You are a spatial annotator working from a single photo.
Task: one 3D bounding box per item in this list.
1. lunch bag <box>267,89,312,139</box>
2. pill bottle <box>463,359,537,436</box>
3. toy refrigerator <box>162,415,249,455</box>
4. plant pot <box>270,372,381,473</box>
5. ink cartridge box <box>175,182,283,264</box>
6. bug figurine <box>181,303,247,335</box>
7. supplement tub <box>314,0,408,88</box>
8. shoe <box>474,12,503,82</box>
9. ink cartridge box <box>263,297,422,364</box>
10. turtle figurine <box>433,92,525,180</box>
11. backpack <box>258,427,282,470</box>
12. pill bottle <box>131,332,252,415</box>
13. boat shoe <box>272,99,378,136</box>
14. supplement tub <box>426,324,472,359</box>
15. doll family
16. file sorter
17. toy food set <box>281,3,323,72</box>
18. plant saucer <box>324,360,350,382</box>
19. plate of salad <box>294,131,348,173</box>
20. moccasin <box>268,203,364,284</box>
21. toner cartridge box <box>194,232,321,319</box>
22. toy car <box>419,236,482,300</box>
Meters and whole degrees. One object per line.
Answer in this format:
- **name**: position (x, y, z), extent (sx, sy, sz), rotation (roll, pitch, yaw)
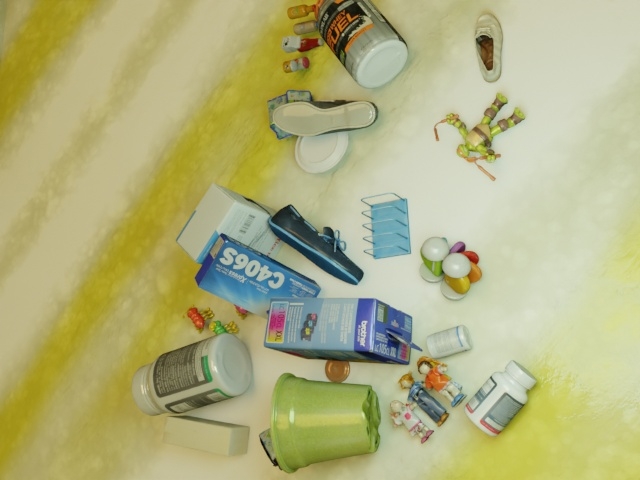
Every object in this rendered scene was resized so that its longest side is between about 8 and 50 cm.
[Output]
- **lunch bag**: position (-0.095, -0.426, 2.199), extent (0.151, 0.096, 0.129), rotation (-17, 55, 14)
- **pill bottle**: position (0.461, 0.398, 1.678), extent (0.108, 0.108, 0.180), rotation (44, 102, 30)
- **toy refrigerator**: position (-0.368, 0.626, 2.115), extent (0.269, 0.102, 0.094), rotation (0, 78, 30)
- **plant pot**: position (0.028, 0.500, 1.839), extent (0.254, 0.276, 0.276), rotation (-7, 75, 18)
- **ink cartridge box**: position (-0.265, -0.023, 2.085), extent (0.129, 0.307, 0.223), rotation (39, 99, 34)
- **bug figurine**: position (-0.334, 0.218, 2.208), extent (0.216, 0.072, 0.279), rotation (42, 100, 31)
- **supplement tub**: position (0.118, -0.646, 2.073), extent (0.193, 0.193, 0.316), rotation (-41, 61, 16)
- **shoe**: position (0.488, -0.568, 1.916), extent (0.076, 0.058, 0.219), rotation (-11, 73, 28)
- **ink cartridge box**: position (0.082, 0.253, 1.833), extent (0.395, 0.270, 0.151), rotation (-4, 72, 29)
- **turtle figurine**: position (0.463, -0.292, 1.850), extent (0.217, 0.087, 0.269), rotation (-42, 52, 7)
- **backpack**: position (-0.124, 0.612, 1.977), extent (0.084, 0.105, 0.114), rotation (-35, 60, -6)
- **pill bottle**: position (-0.418, 0.440, 2.128), extent (0.361, 0.204, 0.204), rotation (-21, 69, 24)
- **boat shoe**: position (0.020, -0.389, 2.089), extent (0.335, 0.095, 0.112), rotation (0, 101, 15)
- **supplement tub**: position (0.350, 0.276, 1.793), extent (0.107, 0.071, 0.071), rotation (-21, 69, 24)
- **doll family**: position (0.289, 0.410, 1.785), extent (0.163, 0.118, 0.263), rotation (44, 126, 23)
- **file sorter**: position (0.187, -0.043, 1.944), extent (0.118, 0.104, 0.170), rotation (-10, 74, 29)
- **toy food set**: position (-0.055, -0.671, 2.227), extent (0.104, 0.111, 0.232), rotation (-2, 75, 30)
- **plant saucer**: position (0.049, 0.384, 1.978), extent (0.083, 0.013, 0.083), rotation (-7, 75, 28)
- **plate of salad**: position (0.006, -0.307, 2.143), extent (0.200, 0.048, 0.200), rotation (-10, 68, 28)
- **moccasin**: position (0.000, 0.000, 2.002), extent (0.342, 0.138, 0.117), rotation (36, 72, 11)
- **toner cartridge box**: position (-0.185, 0.130, 1.989), extent (0.165, 0.348, 0.075), rotation (-58, 25, 7)
- **toy car**: position (0.361, 0.060, 1.810), extent (0.136, 0.159, 0.182), rotation (-36, 56, -21)
